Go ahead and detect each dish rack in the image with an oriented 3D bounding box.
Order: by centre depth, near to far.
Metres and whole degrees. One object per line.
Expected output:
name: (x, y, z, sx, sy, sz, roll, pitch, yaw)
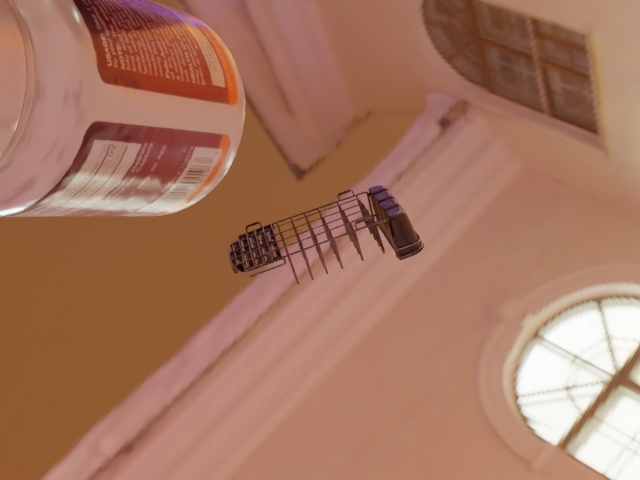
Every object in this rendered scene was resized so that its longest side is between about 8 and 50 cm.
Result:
dish rack: (0.000, 0.000, 1.745, 0.271, 0.208, 0.074, -19, -74, -2)

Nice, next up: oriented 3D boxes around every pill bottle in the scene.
pill bottle: (-0.252, -0.131, 1.080, 0.392, 0.224, 0.224, -2, -65, -66)
